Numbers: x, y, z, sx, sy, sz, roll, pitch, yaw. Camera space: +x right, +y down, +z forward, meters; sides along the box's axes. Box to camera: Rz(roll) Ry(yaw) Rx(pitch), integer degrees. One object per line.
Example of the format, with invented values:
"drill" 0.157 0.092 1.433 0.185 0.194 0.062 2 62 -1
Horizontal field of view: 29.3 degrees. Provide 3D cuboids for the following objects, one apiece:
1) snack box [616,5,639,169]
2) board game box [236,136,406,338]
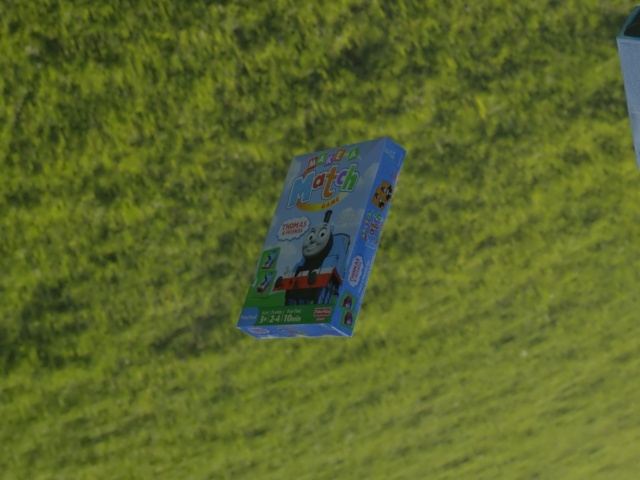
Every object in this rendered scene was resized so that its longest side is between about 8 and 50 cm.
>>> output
"snack box" 0.465 -0.129 1.214 0.060 0.321 0.187 -54 141 -30
"board game box" 0.000 0.000 1.302 0.039 0.212 0.160 31 156 -33
